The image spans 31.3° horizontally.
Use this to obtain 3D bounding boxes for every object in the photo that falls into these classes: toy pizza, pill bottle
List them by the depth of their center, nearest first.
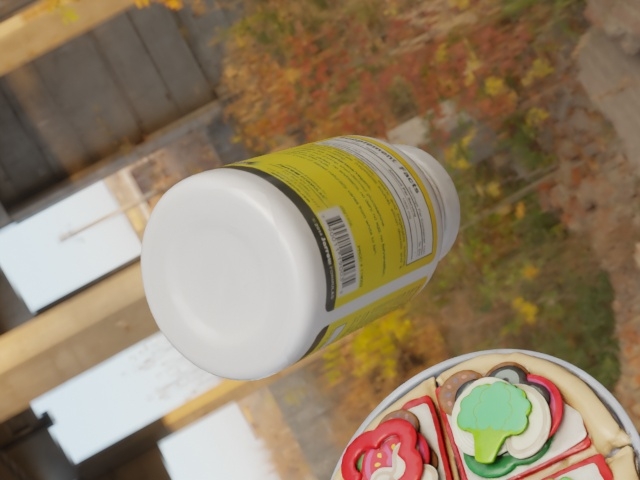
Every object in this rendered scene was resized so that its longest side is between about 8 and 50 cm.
[{"bbox_3d":[0.078,0.146,0.615,0.032,0.201,0.201,42,-171,-43],"label":"toy pizza"},{"bbox_3d":[0.000,0.000,1.104,0.334,0.188,0.188,-21,-100,-55],"label":"pill bottle"}]
